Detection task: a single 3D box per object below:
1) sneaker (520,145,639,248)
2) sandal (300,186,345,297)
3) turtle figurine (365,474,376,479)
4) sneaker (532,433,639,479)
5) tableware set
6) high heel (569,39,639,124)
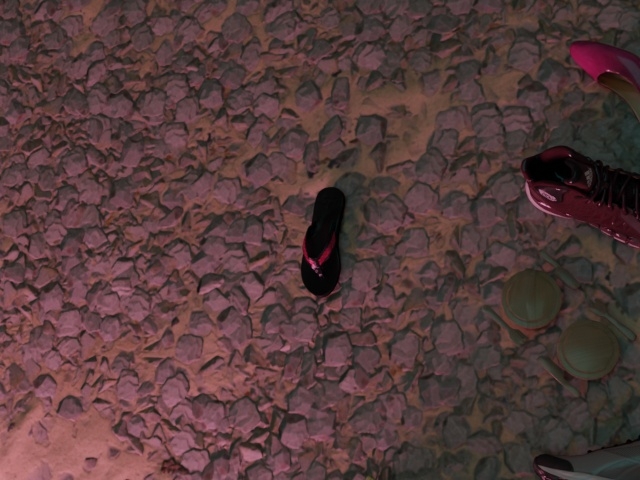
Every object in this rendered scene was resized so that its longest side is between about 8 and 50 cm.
[{"bbox_3d":[0.402,-0.061,1.652,0.281,0.162,0.106,13,83,26],"label":"sneaker"},{"bbox_3d":[0.000,0.000,1.880,0.067,0.040,0.179,2,79,24],"label":"sandal"},{"bbox_3d":[0.007,0.451,1.664,0.266,0.275,0.198,-38,31,-13],"label":"turtle figurine"},{"bbox_3d":[0.423,0.306,1.604,0.271,0.100,0.108,0,64,20],"label":"sneaker"},{"bbox_3d":[0.341,0.123,1.707,0.128,0.039,0.194,-44,70,-4],"label":"tableware set"},{"bbox_3d":[0.443,-0.192,1.712,0.244,0.082,0.117,34,82,13],"label":"high heel"}]
